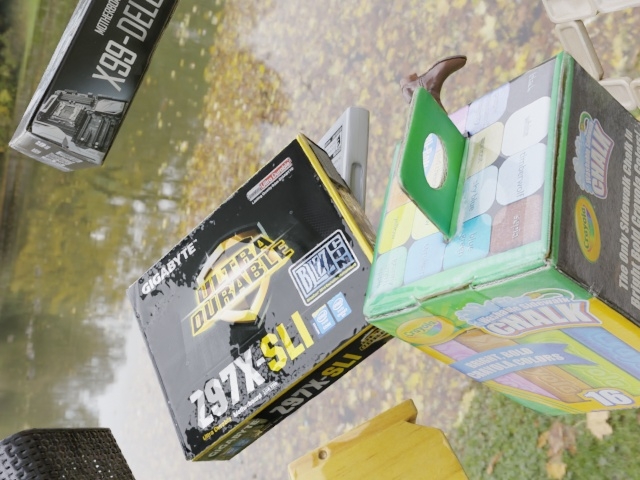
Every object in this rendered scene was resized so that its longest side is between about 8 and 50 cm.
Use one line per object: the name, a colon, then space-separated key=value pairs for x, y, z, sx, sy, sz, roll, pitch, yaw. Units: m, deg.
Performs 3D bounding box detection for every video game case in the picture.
video game case: x=0.000 y=0.000 z=1.023 sx=0.329 sy=0.036 sz=0.299 roll=146 pitch=129 yaw=-71

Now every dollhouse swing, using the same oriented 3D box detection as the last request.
dollhouse swing: x=0.131 y=0.507 z=1.072 sx=0.315 sy=0.305 sz=0.346 roll=-30 pitch=49 yaw=3

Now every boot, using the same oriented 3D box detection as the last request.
boot: x=0.176 y=-0.195 z=0.979 sx=0.106 sy=0.037 sz=0.114 roll=-24 pitch=70 yaw=17

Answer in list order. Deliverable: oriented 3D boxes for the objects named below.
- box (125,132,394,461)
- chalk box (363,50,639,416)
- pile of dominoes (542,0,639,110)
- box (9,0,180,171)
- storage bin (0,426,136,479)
box: x=-0.071 y=0.071 z=0.827 sx=0.322 sy=0.079 sz=0.257 roll=-39 pitch=60 yaw=17
chalk box: x=0.116 y=-0.001 z=0.393 sx=0.132 sy=0.213 sz=0.132 roll=-25 pitch=41 yaw=50
pile of dominoes: x=0.292 y=-0.124 z=0.510 sx=0.196 sy=0.040 sz=0.251 roll=58 pitch=169 yaw=-19
box: x=-0.223 y=-0.226 z=0.736 sx=0.242 sy=0.077 sz=0.307 roll=10 pitch=75 yaw=62
storage bin: x=-0.274 y=0.252 z=0.676 sx=0.084 sy=0.122 sz=0.180 roll=55 pitch=-179 yaw=20
